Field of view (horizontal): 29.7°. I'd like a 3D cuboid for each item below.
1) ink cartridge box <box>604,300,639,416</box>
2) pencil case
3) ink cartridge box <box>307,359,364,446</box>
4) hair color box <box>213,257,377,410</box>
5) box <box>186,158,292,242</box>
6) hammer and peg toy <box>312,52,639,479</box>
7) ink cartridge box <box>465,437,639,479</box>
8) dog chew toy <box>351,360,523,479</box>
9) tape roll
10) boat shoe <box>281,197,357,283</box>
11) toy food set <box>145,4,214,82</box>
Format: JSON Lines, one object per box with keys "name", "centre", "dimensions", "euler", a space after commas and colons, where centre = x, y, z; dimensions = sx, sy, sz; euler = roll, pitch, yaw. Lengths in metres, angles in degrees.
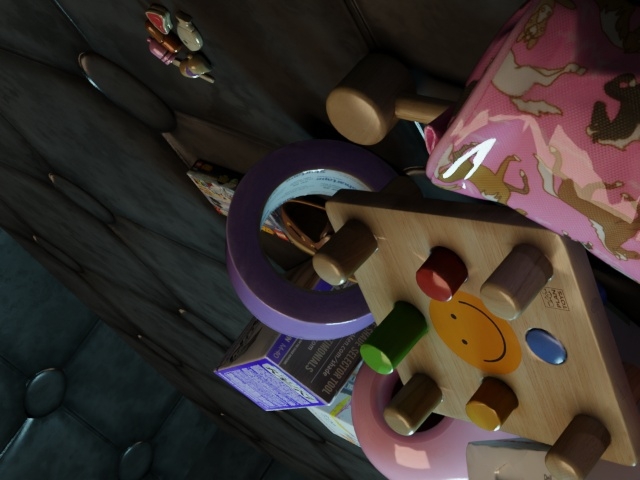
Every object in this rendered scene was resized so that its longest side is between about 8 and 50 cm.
{"name": "ink cartridge box", "centre": [0.238, 0.119, 1.245], "dimensions": [0.154, 0.093, 0.212], "euler": [38, 161, -11]}
{"name": "pencil case", "centre": [0.254, -0.011, 0.731], "dimensions": [0.386, 0.167, 0.160], "euler": [33, -169, 5]}
{"name": "ink cartridge box", "centre": [0.087, 0.251, 1.854], "dimensions": [0.176, 0.127, 0.128], "euler": [21, 160, 41]}
{"name": "hair color box", "centre": [-0.021, 0.120, 1.586], "dimensions": [0.110, 0.185, 0.339], "euler": [38, 163, -8]}
{"name": "box", "centre": [-0.096, -0.051, 1.528], "dimensions": [0.137, 0.027, 0.094], "euler": [21, 158, 38]}
{"name": "hammer and peg toy", "centre": [0.123, 0.031, 1.005], "dimensions": [0.266, 0.127, 0.361], "euler": [10, 134, 44]}
{"name": "ink cartridge box", "centre": [0.310, 0.248, 1.182], "dimensions": [0.278, 0.117, 0.201], "euler": [-1, 173, -18]}
{"name": "dog chew toy", "centre": [0.170, 0.217, 1.491], "dimensions": [0.207, 0.206, 0.332], "euler": [25, 176, 28]}
{"name": "tape roll", "centre": [0.000, 0.000, 1.197], "dimensions": [0.189, 0.189, 0.080], "euler": [33, 164, 5]}
{"name": "boat shoe", "centre": [0.023, 0.000, 1.375], "dimensions": [0.178, 0.064, 0.060], "euler": [26, 164, 34]}
{"name": "toy food set", "centre": [-0.149, -0.198, 1.226], "dimensions": [0.078, 0.019, 0.122], "euler": [28, 163, 22]}
